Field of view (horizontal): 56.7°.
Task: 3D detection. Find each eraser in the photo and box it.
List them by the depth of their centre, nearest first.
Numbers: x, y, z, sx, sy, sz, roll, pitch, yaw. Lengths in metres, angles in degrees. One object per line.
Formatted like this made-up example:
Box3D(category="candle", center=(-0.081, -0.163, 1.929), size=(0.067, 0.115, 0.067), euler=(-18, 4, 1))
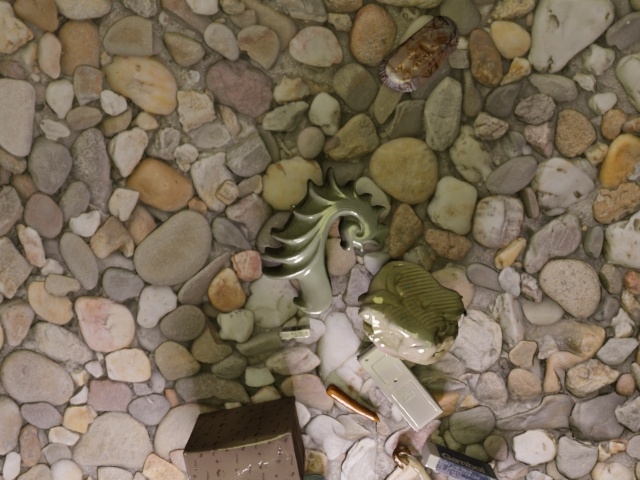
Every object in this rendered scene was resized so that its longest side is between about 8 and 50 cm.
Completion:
Box3D(category="eraser", center=(0.404, 0.659, 1.734), size=(0.212, 0.092, 0.046), euler=(21, 97, -1))

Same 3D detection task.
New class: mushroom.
Box3D(category="mushroom", center=(0.282, 0.683, 1.755), size=(0.060, 0.061, 0.187), euler=(-42, 100, -1))

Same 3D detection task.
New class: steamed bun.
Box3D(category="steamed bun", center=(0.233, 0.215, 1.622), size=(0.280, 0.268, 0.207), euler=(29, 131, 10))

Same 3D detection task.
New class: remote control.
Box3D(category="remote control", center=(0.229, 0.415, 1.721), size=(0.103, 0.055, 0.277), euler=(-39, 94, 4))

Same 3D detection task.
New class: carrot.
Box3D(category="carrot", center=(0.096, 0.482, 1.741), size=(0.190, 0.037, 0.037), euler=(35, 96, -8))

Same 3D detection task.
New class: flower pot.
Box3D(category="flower pot", center=(0.000, 0.000, 1.616), size=(0.254, 0.164, 0.367), euler=(38, 94, -10))

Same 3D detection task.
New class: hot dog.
Box3D(category="hot dog", center=(0.273, -0.506, 1.604), size=(0.253, 0.069, 0.131), euler=(-44, 86, 2))

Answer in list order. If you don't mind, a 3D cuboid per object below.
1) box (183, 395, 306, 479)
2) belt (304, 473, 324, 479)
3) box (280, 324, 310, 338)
Box3D(category="box", center=(-0.198, 0.591, 1.655), size=(0.297, 0.225, 0.190), euler=(-12, 99, 2))
Box3D(category="belt", center=(-0.131, 0.754, 1.743), size=(0.302, 0.087, 0.072), euler=(-11, 100, 1))
Box3D(category="box", center=(-0.071, 0.262, 1.700), size=(0.083, 0.054, 0.024), euler=(-6, 95, 0))
